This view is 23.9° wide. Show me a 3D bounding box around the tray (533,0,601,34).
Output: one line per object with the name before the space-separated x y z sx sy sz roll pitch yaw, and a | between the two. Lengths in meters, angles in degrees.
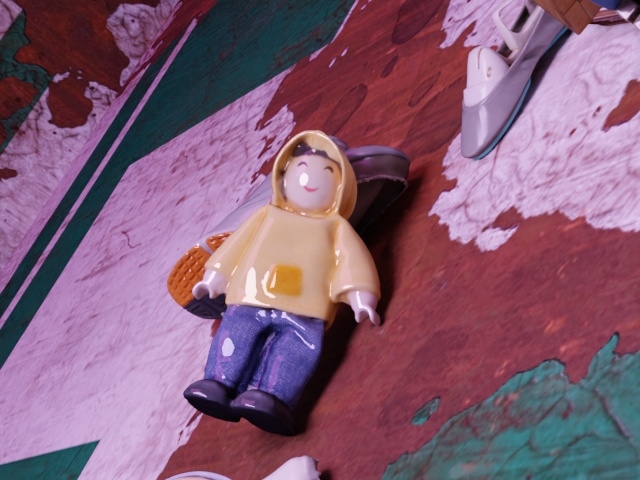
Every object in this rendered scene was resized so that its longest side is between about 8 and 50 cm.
tray | 0.281 -0.353 1.110 0.411 0.076 0.203 -53 -18 7

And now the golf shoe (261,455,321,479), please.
golf shoe | -0.076 0.232 1.229 0.176 0.086 0.069 -48 17 7

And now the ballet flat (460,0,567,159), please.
ballet flat | 0.176 -0.176 1.418 0.213 0.068 0.072 -55 18 -10

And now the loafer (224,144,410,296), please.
loafer | 0.000 0.000 1.510 0.251 0.094 0.087 -40 56 27

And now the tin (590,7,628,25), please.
tin | 0.260 -0.244 1.308 0.189 0.040 0.106 -175 88 -69

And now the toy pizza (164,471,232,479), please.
toy pizza | -0.113 0.277 1.169 0.201 0.032 0.201 -17 62 35

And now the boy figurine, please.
boy figurine | -0.022 0.032 1.376 0.092 0.177 0.285 59 -132 -63

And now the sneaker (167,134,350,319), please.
sneaker | -0.056 -0.015 1.654 0.262 0.099 0.121 -37 15 19

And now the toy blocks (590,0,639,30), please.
toy blocks | 0.273 -0.259 0.947 0.191 0.261 0.381 46 111 31
